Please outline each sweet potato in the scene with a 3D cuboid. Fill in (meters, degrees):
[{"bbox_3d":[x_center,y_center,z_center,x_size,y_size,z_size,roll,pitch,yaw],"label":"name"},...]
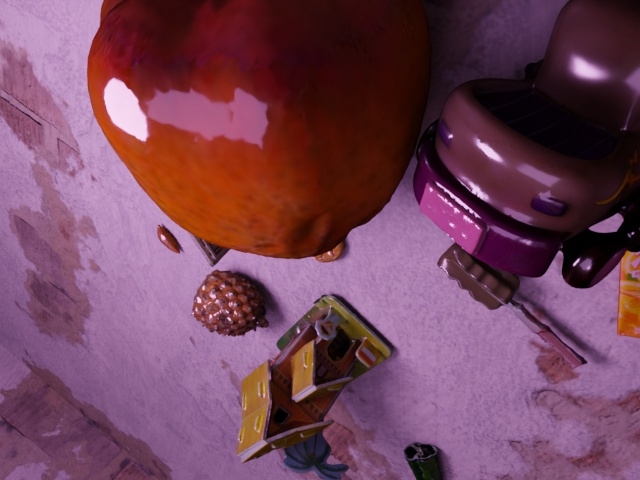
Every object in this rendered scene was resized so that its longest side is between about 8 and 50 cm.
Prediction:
[{"bbox_3d":[-0.404,0.000,1.370,0.034,0.034,0.095,-29,99,45],"label":"sweet potato"}]

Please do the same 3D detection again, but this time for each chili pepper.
[{"bbox_3d":[0.284,0.606,1.301,0.088,0.059,0.227,-9,117,35],"label":"chili pepper"}]

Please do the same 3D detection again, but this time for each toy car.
[{"bbox_3d":[0.278,-0.128,0.572,0.271,0.340,0.241,46,147,32],"label":"toy car"}]

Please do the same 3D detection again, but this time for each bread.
[{"bbox_3d":[0.000,0.000,1.084,0.109,0.024,0.110,19,129,25],"label":"bread"}]

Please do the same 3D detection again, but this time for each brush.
[{"bbox_3d":[0.337,0.111,0.896,0.301,0.071,0.084,41,147,4],"label":"brush"}]

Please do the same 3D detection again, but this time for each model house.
[{"bbox_3d":[-0.005,0.377,1.150,0.340,0.323,0.300,44,137,1],"label":"model house"}]

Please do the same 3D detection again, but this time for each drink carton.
[{"bbox_3d":[0.478,0.034,0.731,0.096,0.071,0.223,6,124,34],"label":"drink carton"}]

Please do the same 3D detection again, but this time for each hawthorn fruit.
[{"bbox_3d":[-0.065,-0.194,0.731,0.471,0.472,0.472,19,130,24],"label":"hawthorn fruit"}]

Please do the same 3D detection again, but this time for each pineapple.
[{"bbox_3d":[-0.213,0.165,1.271,0.193,0.166,0.166,28,134,1],"label":"pineapple"}]

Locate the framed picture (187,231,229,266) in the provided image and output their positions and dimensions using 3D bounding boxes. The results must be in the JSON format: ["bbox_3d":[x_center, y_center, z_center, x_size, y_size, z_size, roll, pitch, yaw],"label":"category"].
[{"bbox_3d":[-0.189,-0.114,0.955,0.018,0.293,0.231,-23,107,28],"label":"framed picture"}]
